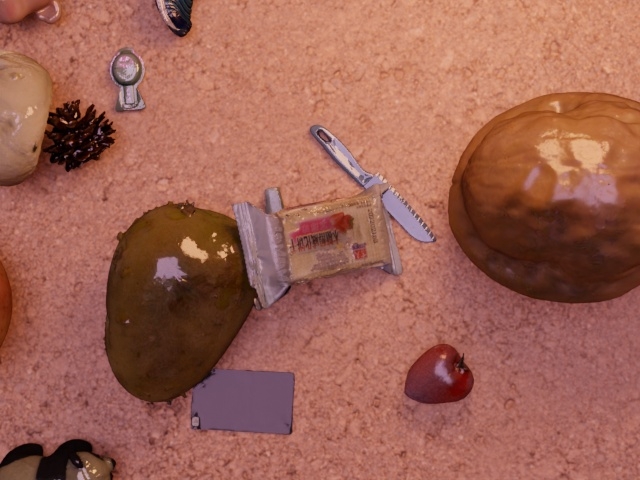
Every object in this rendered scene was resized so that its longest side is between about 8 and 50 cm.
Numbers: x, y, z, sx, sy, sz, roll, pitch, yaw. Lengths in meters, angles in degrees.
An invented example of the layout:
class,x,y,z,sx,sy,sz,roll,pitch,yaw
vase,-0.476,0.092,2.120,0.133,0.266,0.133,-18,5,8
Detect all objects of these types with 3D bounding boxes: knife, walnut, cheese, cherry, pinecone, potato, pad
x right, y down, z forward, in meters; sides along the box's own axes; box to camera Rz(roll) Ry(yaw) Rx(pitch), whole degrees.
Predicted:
class,x,y,z,sx,sy,sz,roll,pitch,yaw
knife,0.097,-0.105,1.944,0.044,0.019,0.313,-44,88,0
walnut,0.419,-0.078,1.742,0.384,0.383,0.383,0,88,5
cheese,-0.362,-0.304,1.979,0.067,0.026,0.120,-5,88,5
cherry,0.214,0.239,1.888,0.126,0.087,0.106,-9,95,23
pinecone,-0.448,-0.194,1.928,0.140,0.140,0.120,-26,101,4
potato,-0.264,0.108,1.861,0.270,0.219,0.359,27,93,-17
pad,-0.145,0.298,1.955,0.193,0.004,0.116,2,89,5

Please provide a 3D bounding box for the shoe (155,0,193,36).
class,x,y,z,sx,sy,sz,roll,pitch,yaw
shoe,-0.249,-0.479,1.941,0.106,0.091,0.207,3,85,10

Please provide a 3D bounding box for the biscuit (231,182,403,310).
class,x,y,z,sx,sy,sz,roll,pitch,yaw
biscuit,0.001,0.005,1.857,0.309,0.079,0.186,-11,91,-32

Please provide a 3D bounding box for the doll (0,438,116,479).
class,x,y,z,sx,sy,sz,roll,pitch,yaw
doll,-0.487,0.444,1.919,0.234,0.135,0.143,-5,90,1

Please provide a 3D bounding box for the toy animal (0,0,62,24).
class,x,y,z,sx,sy,sz,roll,pitch,yaw
toy animal,-0.604,-0.503,1.934,0.221,0.229,0.210,25,125,43

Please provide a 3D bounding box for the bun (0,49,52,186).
class,x,y,z,sx,sy,sz,roll,pitch,yaw
bun,-0.582,-0.221,1.895,0.160,0.259,0.259,9,89,-23

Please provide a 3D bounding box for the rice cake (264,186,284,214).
class,x,y,z,sx,sy,sz,roll,pitch,yaw
rice cake,-0.080,-0.010,1.946,0.042,0.030,0.180,-9,87,8

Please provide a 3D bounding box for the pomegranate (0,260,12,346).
class,x,y,z,sx,sy,sz,roll,pitch,yaw
pomegranate,-0.719,0.125,1.851,0.338,0.338,0.338,0,88,5
